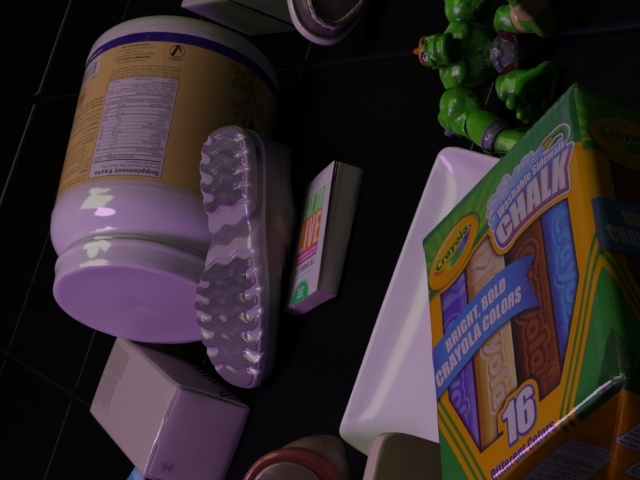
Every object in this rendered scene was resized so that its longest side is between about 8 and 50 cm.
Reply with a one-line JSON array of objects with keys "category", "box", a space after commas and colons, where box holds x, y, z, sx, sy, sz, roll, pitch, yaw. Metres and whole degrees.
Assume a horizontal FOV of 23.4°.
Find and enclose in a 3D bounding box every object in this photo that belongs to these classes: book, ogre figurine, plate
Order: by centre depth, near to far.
[{"category": "plate", "box": [0.124, 0.069, 1.254, 0.277, 0.045, 0.278, 22, 93, 68]}, {"category": "ogre figurine", "box": [0.149, -0.160, 1.337, 0.118, 0.097, 0.197, -2, 102, 53]}, {"category": "book", "box": [0.000, 0.000, 1.623, 0.096, 0.035, 0.144, 146, 137, -61]}]

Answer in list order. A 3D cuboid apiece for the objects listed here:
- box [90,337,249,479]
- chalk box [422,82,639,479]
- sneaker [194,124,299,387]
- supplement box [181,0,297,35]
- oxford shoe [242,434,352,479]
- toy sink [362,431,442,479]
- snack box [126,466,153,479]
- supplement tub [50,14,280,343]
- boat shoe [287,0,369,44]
[{"category": "box", "box": [-0.179, 0.195, 1.781, 0.113, 0.094, 0.275, -69, 23, 2]}, {"category": "chalk box", "box": [0.186, 0.037, 0.970, 0.179, 0.180, 0.289, -48, 32, 42]}, {"category": "sneaker", "box": [-0.060, 0.019, 1.669, 0.105, 0.115, 0.281, 2, 91, 44]}, {"category": "supplement box", "box": [-0.084, -0.336, 1.984, 0.220, 0.114, 0.111, 12, 84, 69]}, {"category": "oxford shoe", "box": [-0.032, 0.335, 1.356, 0.130, 0.123, 0.348, -23, -47, -70]}, {"category": "toy sink", "box": [0.104, 0.252, 1.014, 0.131, 0.152, 0.234, -19, 53, 62]}, {"category": "snack box", "box": [-0.209, 0.421, 1.703, 0.187, 0.060, 0.322, -56, 27, 32]}, {"category": "supplement tub", "box": [-0.183, -0.070, 1.818, 0.241, 0.241, 0.331, -37, 40, 53]}, {"category": "boat shoe", "box": [0.043, -0.365, 1.721, 0.091, 0.109, 0.305, -23, 47, 67]}]
